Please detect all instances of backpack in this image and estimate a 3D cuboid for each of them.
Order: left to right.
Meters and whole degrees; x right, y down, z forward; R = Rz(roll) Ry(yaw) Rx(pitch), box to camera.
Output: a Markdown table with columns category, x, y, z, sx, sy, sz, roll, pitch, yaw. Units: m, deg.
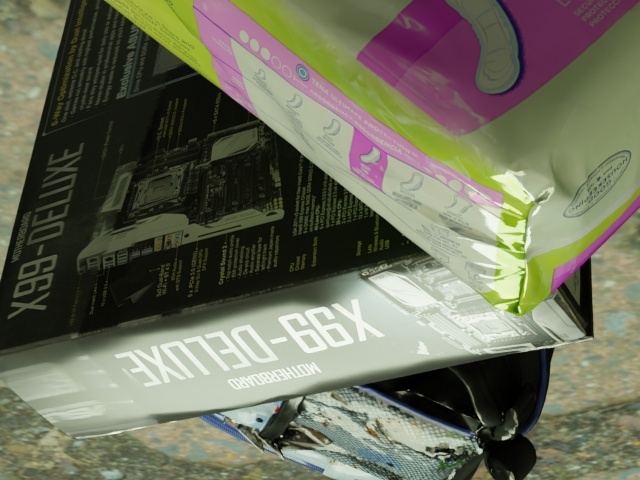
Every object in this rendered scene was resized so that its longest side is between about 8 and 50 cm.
| category | x | y | z | sx | sy | sz | roll | pitch | yaw |
| --- | --- | --- | --- | --- | --- | --- | --- | --- | --- |
| backpack | 0.000 | 0.000 | 0.890 | 0.263 | 0.276 | 0.213 | 26 | 142 | -9 |

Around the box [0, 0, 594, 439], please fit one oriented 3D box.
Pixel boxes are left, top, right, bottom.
| category | x | y | z | sx | sy | sz | roll | pitch | yaw |
| --- | --- | --- | --- | --- | --- | --- | --- | --- | --- |
| box | -0.007 | -0.077 | 0.699 | 0.242 | 0.307 | 0.076 | -15 | 139 | 25 |

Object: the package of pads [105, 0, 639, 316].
| category | x | y | z | sx | sy | sz | roll | pitch | yaw |
| --- | --- | --- | --- | --- | --- | --- | --- | --- | --- |
| package of pads | 0.033 | -0.140 | 0.554 | 0.296 | 0.229 | 0.101 | 41 | 162 | 22 |
